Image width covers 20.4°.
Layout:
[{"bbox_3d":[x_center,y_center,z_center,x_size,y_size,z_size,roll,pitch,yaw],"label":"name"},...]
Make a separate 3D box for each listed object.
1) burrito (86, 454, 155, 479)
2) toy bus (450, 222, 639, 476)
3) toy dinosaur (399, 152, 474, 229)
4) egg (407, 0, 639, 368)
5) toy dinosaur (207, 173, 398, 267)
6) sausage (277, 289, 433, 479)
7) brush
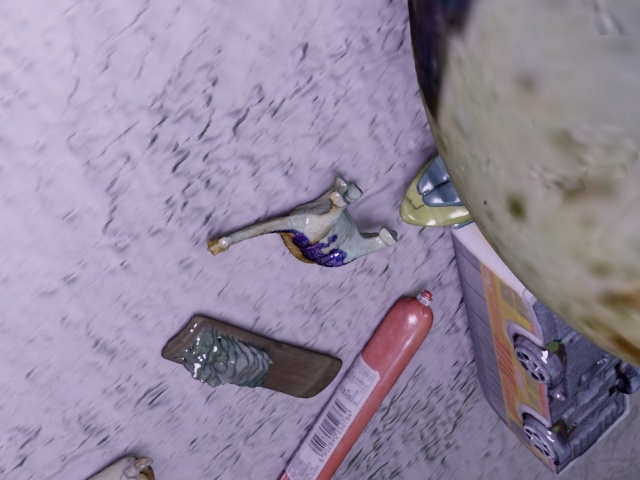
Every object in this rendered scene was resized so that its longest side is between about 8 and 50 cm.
[{"bbox_3d":[-0.162,0.178,0.949,0.185,0.041,0.045,-34,110,-22],"label":"burrito"},{"bbox_3d":[0.148,0.058,1.160,0.092,0.106,0.268,-40,152,-12],"label":"toy bus"},{"bbox_3d":[0.165,-0.081,0.977,0.259,0.094,0.153,-26,173,-23],"label":"toy dinosaur"},{"bbox_3d":[0.214,-0.135,0.704,0.345,0.345,0.428,-20,138,-43],"label":"egg"},{"bbox_3d":[0.010,-0.008,0.940,0.058,0.037,0.180,-32,155,29],"label":"toy dinosaur"},{"bbox_3d":[0.012,0.117,1.128,0.029,0.029,0.223,-5,134,-54],"label":"sausage"},{"bbox_3d":[-0.029,0.073,1.005,0.034,0.027,0.190,-48,155,8],"label":"brush"}]
